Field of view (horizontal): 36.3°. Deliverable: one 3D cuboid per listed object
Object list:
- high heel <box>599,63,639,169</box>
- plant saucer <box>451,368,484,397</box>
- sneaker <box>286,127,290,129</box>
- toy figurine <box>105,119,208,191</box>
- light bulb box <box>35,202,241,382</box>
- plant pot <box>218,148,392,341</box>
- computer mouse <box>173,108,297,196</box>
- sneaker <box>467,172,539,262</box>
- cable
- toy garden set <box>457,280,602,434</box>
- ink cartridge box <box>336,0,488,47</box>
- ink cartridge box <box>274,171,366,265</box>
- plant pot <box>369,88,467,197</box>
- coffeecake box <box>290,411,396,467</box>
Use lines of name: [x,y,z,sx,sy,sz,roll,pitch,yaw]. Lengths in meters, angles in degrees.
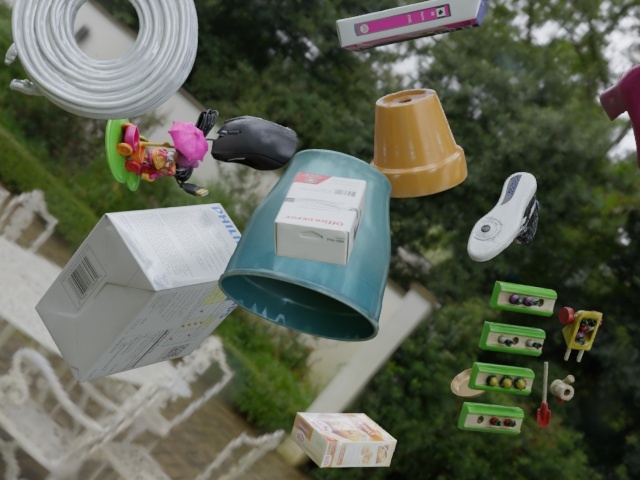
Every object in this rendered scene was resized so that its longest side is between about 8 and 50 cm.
high heel: [0.835,-0.246,2.341,0.377,0.127,0.181,49,-30,-2]
plant saucer: [0.288,0.271,1.843,0.083,0.083,0.015,35,-29,62]
sneaker: [-0.117,-0.250,2.390,0.047,0.119,0.057,59,-25,11]
toy figurine: [-0.276,-0.154,1.730,0.159,0.130,0.173,-1,-35,9]
light bulb box: [-0.388,0.114,2.252,0.361,0.358,0.225,-8,58,-54]
plant pot: [0.000,0.000,1.624,0.272,0.255,0.271,16,-21,6]
computer mouse: [-0.178,-0.162,1.843,0.262,0.184,0.060,18,-16,36]
sneaker: [0.353,-0.012,1.824,0.079,0.217,0.121,17,-33,35]
cable: [-0.302,-0.299,1.375,0.257,0.257,0.089,20,-2,-1]
toy garden set: [0.345,0.200,1.562,0.204,0.244,0.049,10,8,-24]
ink cartridge box: [0.229,-0.469,2.067,0.176,0.371,0.069,-29,107,-76]
ink cartridge box: [0.001,-0.030,1.299,0.099,0.056,0.135,8,34,9]
plant pot: [0.196,-0.213,2.063,0.205,0.205,0.187,-146,-139,-63]
coffeecake box: [0.050,0.444,2.183,0.186,0.068,0.142,7,14,-32]
